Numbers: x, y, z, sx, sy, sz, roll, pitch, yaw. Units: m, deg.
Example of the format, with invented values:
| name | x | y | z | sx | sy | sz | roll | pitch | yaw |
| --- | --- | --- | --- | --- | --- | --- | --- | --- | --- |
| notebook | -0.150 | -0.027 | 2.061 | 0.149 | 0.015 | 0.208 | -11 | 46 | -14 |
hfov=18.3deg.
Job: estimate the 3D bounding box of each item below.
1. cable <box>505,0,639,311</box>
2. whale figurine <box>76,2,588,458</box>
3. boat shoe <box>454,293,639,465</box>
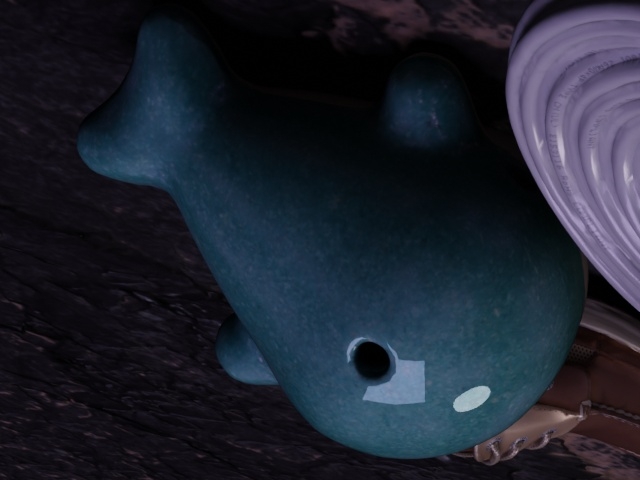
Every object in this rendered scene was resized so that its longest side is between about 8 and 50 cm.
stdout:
| name | x | y | z | sx | sy | sz | roll | pitch | yaw |
| --- | --- | --- | --- | --- | --- | --- | --- | --- | --- |
| cable | 0.192 | -0.028 | 0.795 | 0.257 | 0.089 | 0.257 | 43 | 158 | 0 |
| whale figurine | 0.000 | 0.000 | 0.984 | 0.272 | 0.141 | 0.216 | 35 | 120 | -3 |
| boat shoe | 0.091 | 0.075 | 1.169 | 0.324 | 0.116 | 0.123 | 27 | 162 | -22 |
